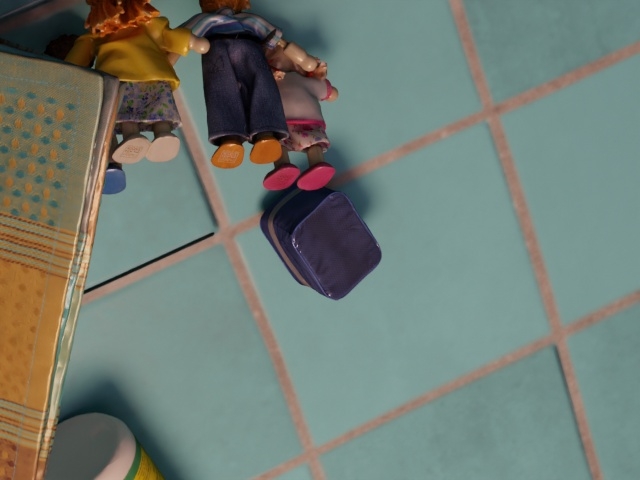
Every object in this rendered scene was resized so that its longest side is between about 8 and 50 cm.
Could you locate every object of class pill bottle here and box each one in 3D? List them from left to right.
[{"bbox_3d":[-0.168,0.257,1.616,0.117,0.117,0.208,-33,122,-2],"label":"pill bottle"}]

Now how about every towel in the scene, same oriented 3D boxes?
[{"bbox_3d":[-0.302,0.006,1.411,0.271,0.040,0.370,18,115,11],"label":"towel"}]

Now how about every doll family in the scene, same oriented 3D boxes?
[{"bbox_3d":[-0.095,-0.133,1.428,0.263,0.163,0.118,-2,151,-20],"label":"doll family"}]

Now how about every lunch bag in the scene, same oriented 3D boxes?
[{"bbox_3d":[0.000,0.000,1.580,0.067,0.065,0.098,-41,122,-15],"label":"lunch bag"}]
